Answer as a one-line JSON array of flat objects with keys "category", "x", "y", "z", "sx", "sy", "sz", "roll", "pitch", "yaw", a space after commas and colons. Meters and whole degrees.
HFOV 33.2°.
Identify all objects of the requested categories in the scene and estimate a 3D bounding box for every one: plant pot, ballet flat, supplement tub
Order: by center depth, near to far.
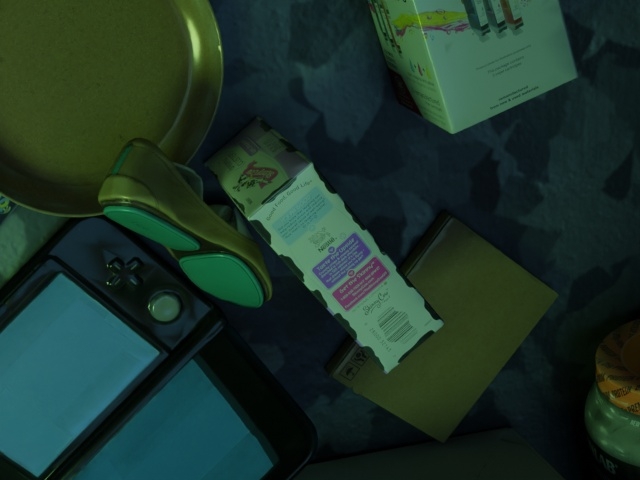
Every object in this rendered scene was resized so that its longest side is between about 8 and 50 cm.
[{"category": "plant pot", "x": -0.191, "y": -0.136, "z": 0.870, "sx": 0.236, "sy": 0.032, "sz": 0.236, "roll": -12, "pitch": 114, "yaw": -28}, {"category": "ballet flat", "x": -0.101, "y": -0.013, "z": 0.927, "sx": 0.232, "sy": 0.080, "sz": 0.073, "roll": 45, "pitch": 50, "yaw": -55}, {"category": "supplement tub", "x": 0.389, "y": 0.249, "z": 1.144, "sx": 0.193, "sy": 0.193, "sz": 0.316, "roll": -20, "pitch": 114, "yaw": -11}]

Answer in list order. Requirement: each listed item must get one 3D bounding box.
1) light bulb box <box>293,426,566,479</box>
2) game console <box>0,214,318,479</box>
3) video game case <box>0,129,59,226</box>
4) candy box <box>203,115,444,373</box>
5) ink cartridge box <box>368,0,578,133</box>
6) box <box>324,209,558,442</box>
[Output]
[{"category": "light bulb box", "x": 0.081, "y": 0.421, "z": 1.087, "sx": 0.357, "sy": 0.225, "sz": 0.361, "roll": -7, "pitch": 111, "yaw": -17}, {"category": "game console", "x": -0.198, "y": 0.168, "z": 0.926, "sx": 0.293, "sy": 0.173, "sz": 0.250, "roll": -45, "pitch": 117, "yaw": 1}, {"category": "video game case", "x": -0.349, "y": -0.063, "z": 0.872, "sx": 0.201, "sy": 0.023, "sz": 0.183, "roll": 38, "pitch": 95, "yaw": -26}, {"category": "candy box", "x": 0.000, "y": 0.000, "z": 0.933, "sx": 0.070, "sy": 0.165, "sz": 0.196, "roll": -41, "pitch": 117, "yaw": -1}, {"category": "ink cartridge box", "x": 0.118, "y": -0.206, "z": 0.915, "sx": 0.127, "sy": 0.128, "sz": 0.176, "roll": -24, "pitch": 115, "yaw": -9}, {"category": "box", "x": 0.126, "y": 0.093, "z": 1.091, "sx": 0.164, "sy": 0.021, "sz": 0.201, "roll": 34, "pitch": 96, "yaw": -26}]
